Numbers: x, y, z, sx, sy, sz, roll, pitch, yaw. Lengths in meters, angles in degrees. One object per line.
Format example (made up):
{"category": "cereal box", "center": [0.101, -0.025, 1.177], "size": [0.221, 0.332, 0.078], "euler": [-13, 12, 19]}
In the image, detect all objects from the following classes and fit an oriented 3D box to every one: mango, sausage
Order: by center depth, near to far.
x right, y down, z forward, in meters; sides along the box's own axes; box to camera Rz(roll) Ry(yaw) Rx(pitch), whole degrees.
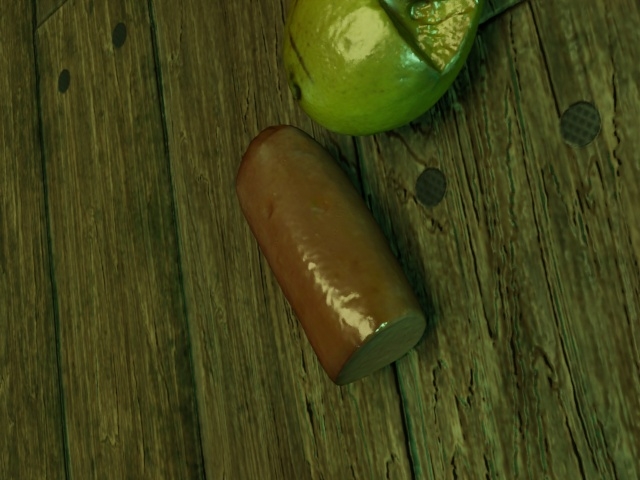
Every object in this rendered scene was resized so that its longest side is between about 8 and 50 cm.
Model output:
{"category": "mango", "center": [0.068, -0.214, 0.759], "size": [0.167, 0.130, 0.262], "euler": [34, 105, 36]}
{"category": "sausage", "center": [0.000, 0.000, 0.815], "size": [0.113, 0.114, 0.259], "euler": [-47, 57, 31]}
